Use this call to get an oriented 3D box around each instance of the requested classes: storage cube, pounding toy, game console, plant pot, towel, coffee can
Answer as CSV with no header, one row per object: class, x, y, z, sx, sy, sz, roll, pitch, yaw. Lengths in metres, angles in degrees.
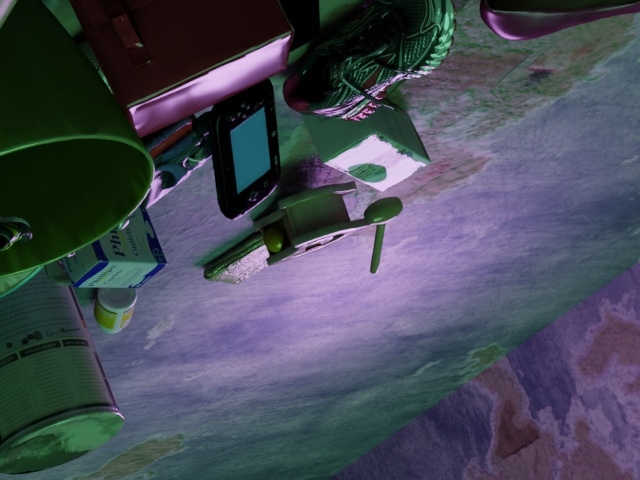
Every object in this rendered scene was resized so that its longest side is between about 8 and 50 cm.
storage cube,-0.155,-0.241,1.651,0.193,0.183,0.215,-25,176,-5
pounding toy,0.000,0.000,2.447,0.154,0.154,0.269,-16,174,-37
game console,-0.087,-0.180,1.933,0.213,0.044,0.361,-31,143,-24
plant pot,-0.349,-0.149,1.563,0.275,0.293,0.275,-22,160,-9
towel,-0.120,0.029,2.646,0.148,0.027,0.110,-34,159,21
coffee can,-0.433,0.182,2.313,0.202,0.275,0.201,-21,159,-9

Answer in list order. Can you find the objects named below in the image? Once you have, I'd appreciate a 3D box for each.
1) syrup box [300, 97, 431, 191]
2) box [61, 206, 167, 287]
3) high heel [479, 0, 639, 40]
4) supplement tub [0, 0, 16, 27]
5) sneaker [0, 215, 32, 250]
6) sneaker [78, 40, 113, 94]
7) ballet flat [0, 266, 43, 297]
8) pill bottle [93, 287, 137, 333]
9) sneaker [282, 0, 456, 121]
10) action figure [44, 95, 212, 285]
syrup box,0.070,-0.154,2.306,0.093,0.096,0.237,-30,162,18
box,-0.306,-0.004,2.212,0.072,0.126,0.137,-36,157,33
high heel,0.400,-0.366,2.094,0.377,0.127,0.181,-27,170,17
supplement tub,-0.358,-0.254,1.302,0.316,0.228,0.228,-54,150,17
sneaker,-0.306,-0.004,1.490,0.031,0.035,0.083,-31,159,19
sneaker,-0.337,-0.168,1.829,0.225,0.088,0.093,-30,158,14
ballet flat,-0.513,0.040,2.150,0.342,0.116,0.124,-29,140,22
pill bottle,-0.339,0.109,2.543,0.065,0.065,0.116,-16,158,-21
sneaker,0.068,-0.247,2.042,0.112,0.120,0.299,-3,152,-40
action figure,-0.287,-0.087,1.974,0.341,0.178,0.330,-40,170,-44
